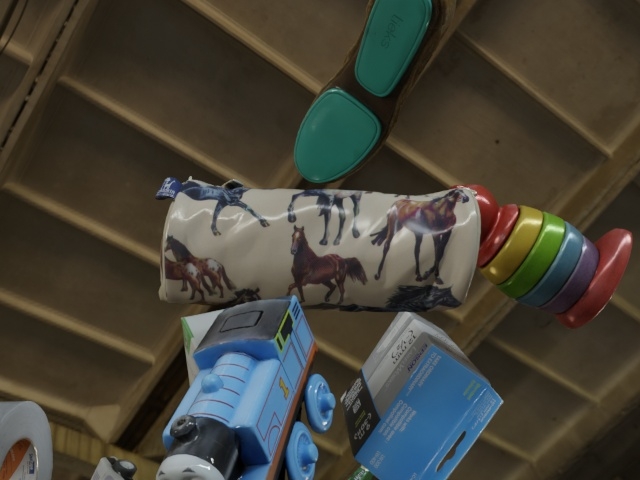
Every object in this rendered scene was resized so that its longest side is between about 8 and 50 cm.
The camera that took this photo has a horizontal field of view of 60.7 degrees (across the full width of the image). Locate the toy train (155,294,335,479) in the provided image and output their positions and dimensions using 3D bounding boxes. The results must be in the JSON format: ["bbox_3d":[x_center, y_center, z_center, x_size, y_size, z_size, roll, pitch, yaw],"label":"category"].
[{"bbox_3d":[-0.048,0.119,0.355,0.080,0.184,0.105,-14,-68,19],"label":"toy train"}]

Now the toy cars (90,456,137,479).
[{"bbox_3d":[-0.269,0.471,0.723,0.176,0.393,0.087,-32,-36,19],"label":"toy cars"}]

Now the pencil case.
[{"bbox_3d":[0.000,0.000,0.717,0.411,0.183,0.160,2,-20,2],"label":"pencil case"}]

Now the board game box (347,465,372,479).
[{"bbox_3d":[0.050,0.662,1.364,0.260,0.030,0.136,-27,-45,-47],"label":"board game box"}]

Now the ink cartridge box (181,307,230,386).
[{"bbox_3d":[-0.159,0.241,0.893,0.093,0.154,0.212,-9,-70,-24],"label":"ink cartridge box"}]

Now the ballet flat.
[{"bbox_3d":[0.072,-0.205,0.710,0.124,0.116,0.342,-43,-11,-39],"label":"ballet flat"}]

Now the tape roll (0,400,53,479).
[{"bbox_3d":[-0.469,0.345,0.786,0.072,0.219,0.219,0,-57,-2],"label":"tape roll"}]

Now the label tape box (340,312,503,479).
[{"bbox_3d":[0.161,0.291,1.000,0.115,0.347,0.249,33,-84,-6],"label":"label tape box"}]

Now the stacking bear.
[{"bbox_3d":[0.322,0.007,0.903,0.289,0.164,0.175,30,-37,4],"label":"stacking bear"}]
